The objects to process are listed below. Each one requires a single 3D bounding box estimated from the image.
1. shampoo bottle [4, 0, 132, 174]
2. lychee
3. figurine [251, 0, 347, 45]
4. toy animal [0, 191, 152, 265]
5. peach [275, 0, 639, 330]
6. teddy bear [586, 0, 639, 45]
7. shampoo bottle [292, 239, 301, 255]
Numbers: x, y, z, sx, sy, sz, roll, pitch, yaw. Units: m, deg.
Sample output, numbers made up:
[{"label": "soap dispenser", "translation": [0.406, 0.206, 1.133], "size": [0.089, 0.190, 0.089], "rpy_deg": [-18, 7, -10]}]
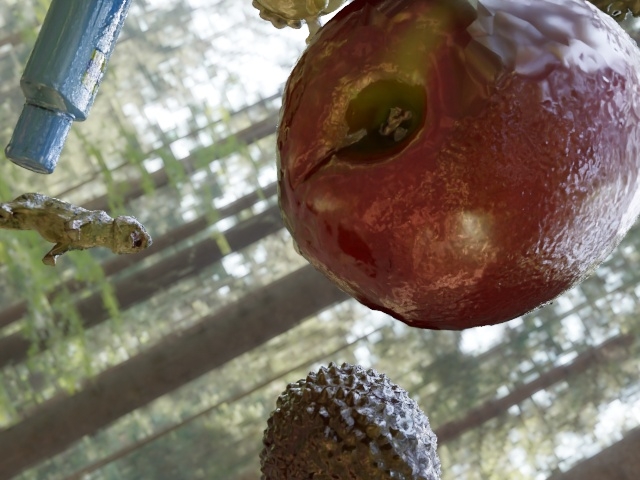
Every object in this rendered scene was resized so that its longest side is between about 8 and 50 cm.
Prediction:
[{"label": "shampoo bottle", "translation": [-0.247, -0.191, 1.244], "size": [0.061, 0.259, 0.104], "rpy_deg": [16, -11, 14]}, {"label": "lychee", "translation": [0.029, 0.226, 1.241], "size": [0.200, 0.200, 0.238], "rpy_deg": [66, 19, -11]}, {"label": "figurine", "translation": [-0.019, -0.383, 1.209], "size": [0.227, 0.274, 0.394], "rpy_deg": [100, -19, -71]}, {"label": "toy animal", "translation": [-0.321, -0.016, 1.485], "size": [0.241, 0.099, 0.057], "rpy_deg": [15, -69, 19]}, {"label": "peach", "translation": [0.122, -0.070, 0.961], "size": [0.338, 0.281, 0.281], "rpy_deg": [10, 44, -59]}, {"label": "teddy bear", "translation": [0.267, -0.307, 1.580], "size": [0.357, 0.224, 0.368], "rpy_deg": [45, -59, 28]}, {"label": "shampoo bottle", "translation": [0.000, 0.000, 1.590], "size": [0.099, 0.072, 0.043], "rpy_deg": [-148, -131, -88]}]
